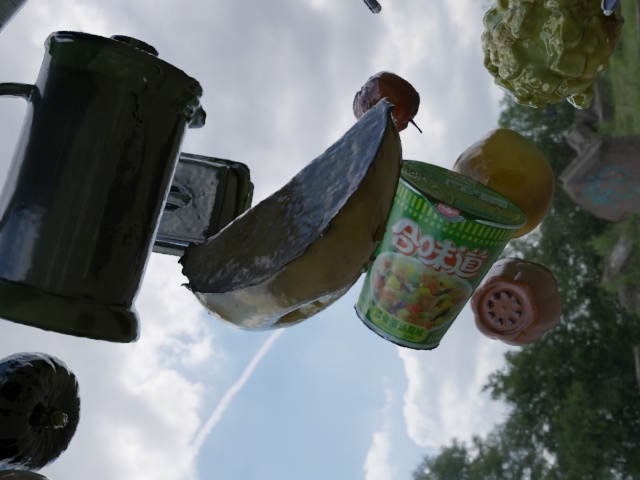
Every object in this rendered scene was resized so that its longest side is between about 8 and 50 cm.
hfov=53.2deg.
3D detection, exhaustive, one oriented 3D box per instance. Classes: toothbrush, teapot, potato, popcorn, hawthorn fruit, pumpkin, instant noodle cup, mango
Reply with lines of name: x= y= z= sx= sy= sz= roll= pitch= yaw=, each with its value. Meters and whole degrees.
toothbrush: x=0.061 y=-0.450 z=1.106 sx=0.026 sy=0.024 sz=0.288 roll=48 pitch=-166 yaw=15
teapot: x=-0.284 y=-0.077 z=0.715 sx=0.271 sy=0.200 sz=0.336 roll=18 pitch=-98 yaw=-27
potato: x=0.000 y=0.000 z=0.553 sx=0.098 sy=0.243 sz=0.138 roll=47 pitch=-169 yaw=-30
popcorn: x=0.363 y=-0.322 z=0.986 sx=0.217 sy=0.181 sz=0.234 roll=25 pitch=-98 yaw=-15
hawthorn fruit: x=0.180 y=-0.330 z=1.594 sx=0.157 sy=0.194 sz=0.157 roll=-54 pitch=-3 yaw=-5
pumpkin: x=-0.500 y=0.294 z=1.086 sx=0.212 sy=0.152 sz=0.211 roll=31 pitch=-125 yaw=-57
instant noodle cup: x=0.153 y=0.027 z=0.933 sx=0.207 sy=0.207 sz=0.232 roll=-28 pitch=-36 yaw=-62
mango: x=0.319 y=-0.108 z=1.124 sx=0.316 sy=0.177 sz=0.119 roll=-64 pitch=-20 yaw=-48

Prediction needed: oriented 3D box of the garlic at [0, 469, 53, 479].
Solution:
garlic: x=-0.477 y=0.477 z=0.923 sx=0.325 sy=0.132 sz=0.279 roll=43 pitch=-122 yaw=-12

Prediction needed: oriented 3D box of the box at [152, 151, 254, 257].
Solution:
box: x=-0.291 y=-0.075 z=1.332 sx=0.166 sy=0.291 sz=0.220 roll=38 pitch=-118 yaw=-76

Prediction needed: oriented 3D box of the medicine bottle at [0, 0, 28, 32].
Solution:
medicine bottle: x=-0.703 y=-0.569 z=1.394 sx=0.293 sy=0.141 sz=0.141 roll=-53 pitch=-36 yaw=-8

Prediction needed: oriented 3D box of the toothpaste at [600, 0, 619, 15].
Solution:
toothpaste: x=0.314 y=-0.275 z=0.684 sx=0.019 sy=0.027 sz=0.083 roll=-38 pitch=-30 yaw=-5

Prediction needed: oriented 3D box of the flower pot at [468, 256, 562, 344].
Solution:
flower pot: x=0.386 y=0.133 z=1.293 sx=0.173 sy=0.191 sz=0.190 roll=-6 pitch=-88 yaw=-66
